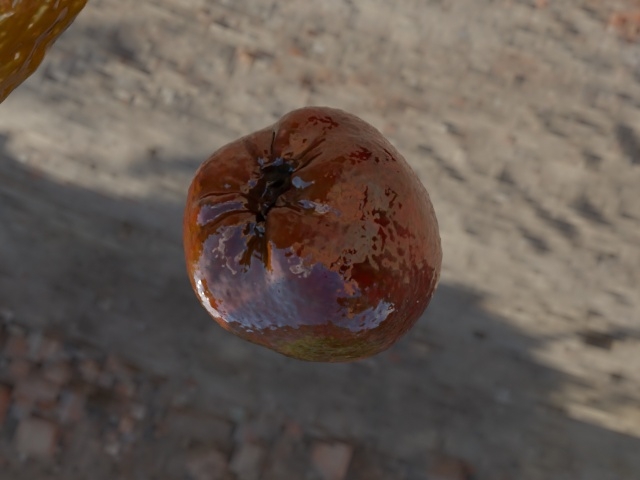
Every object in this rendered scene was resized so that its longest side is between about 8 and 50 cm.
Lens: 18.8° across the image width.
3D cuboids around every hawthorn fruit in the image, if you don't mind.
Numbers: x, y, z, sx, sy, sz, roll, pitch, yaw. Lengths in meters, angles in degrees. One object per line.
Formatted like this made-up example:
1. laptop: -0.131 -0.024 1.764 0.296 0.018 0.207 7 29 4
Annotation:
1. hawthorn fruit: 0.000 0.000 1.013 0.133 0.133 0.138 6 157 32

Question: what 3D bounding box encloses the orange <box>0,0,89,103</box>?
1. orange: -0.242 -0.195 0.788 0.340 0.340 0.293 9 -172 26
